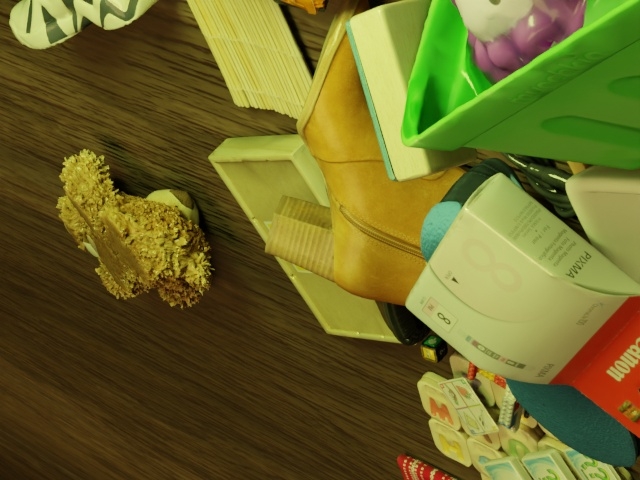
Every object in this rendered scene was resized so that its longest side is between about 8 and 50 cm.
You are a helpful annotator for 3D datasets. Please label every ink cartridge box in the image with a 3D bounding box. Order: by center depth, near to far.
[{"bbox_3d":[0.191,0.072,1.311,0.232,0.066,0.189,43,152,10],"label":"ink cartridge box"}]

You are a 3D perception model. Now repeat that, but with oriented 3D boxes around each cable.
[{"bbox_3d":[0.192,-0.095,1.370,0.184,0.047,0.150,48,162,1],"label":"cable"}]

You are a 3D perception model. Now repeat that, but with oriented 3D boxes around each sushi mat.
[{"bbox_3d":[-0.093,-0.243,1.586,0.151,0.019,0.316,16,142,44],"label":"sushi mat"}]

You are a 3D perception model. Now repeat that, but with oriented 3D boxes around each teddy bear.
[{"bbox_3d":[-0.230,-0.009,2.061,0.245,0.113,0.338,50,162,4],"label":"teddy bear"}]

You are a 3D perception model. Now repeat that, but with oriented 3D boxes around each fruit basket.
[{"bbox_3d":[0.133,-0.231,0.974,0.392,0.283,0.392,13,160,5],"label":"fruit basket"}]

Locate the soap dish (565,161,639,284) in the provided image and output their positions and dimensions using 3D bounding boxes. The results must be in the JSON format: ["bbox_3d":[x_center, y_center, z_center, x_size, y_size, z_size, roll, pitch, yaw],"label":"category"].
[{"bbox_3d":[0.338,0.027,1.242,0.229,0.118,0.291,6,135,53],"label":"soap dish"}]

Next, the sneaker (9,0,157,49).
[{"bbox_3d":[-0.279,-0.290,1.703,0.235,0.094,0.153,4,132,54],"label":"sneaker"}]

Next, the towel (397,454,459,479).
[{"bbox_3d":[0.220,0.385,2.049,0.275,0.031,0.199,25,147,36],"label":"towel"}]

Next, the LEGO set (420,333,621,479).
[{"bbox_3d":[0.199,0.202,1.744,0.182,0.060,0.244,-20,107,53],"label":"LEGO set"}]

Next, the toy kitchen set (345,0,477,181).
[{"bbox_3d":[0.084,-0.116,1.240,0.166,0.207,0.122,-13,94,52],"label":"toy kitchen set"}]

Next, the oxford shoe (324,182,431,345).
[{"bbox_3d":[0.063,0.003,1.661,0.096,0.083,0.227,16,130,49],"label":"oxford shoe"}]

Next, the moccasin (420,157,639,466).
[{"bbox_3d":[0.223,0.068,1.477,0.137,0.117,0.342,3,138,42],"label":"moccasin"}]

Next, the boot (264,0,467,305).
[{"bbox_3d":[0.080,-0.074,1.502,0.211,0.104,0.295,16,120,1],"label":"boot"}]

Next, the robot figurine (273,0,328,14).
[{"bbox_3d":[-0.091,-0.270,1.347,0.291,0.085,0.211,17,171,-13],"label":"robot figurine"}]

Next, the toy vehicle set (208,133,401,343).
[{"bbox_3d":[0.000,0.000,1.790,0.166,0.035,0.267,4,133,54],"label":"toy vehicle set"}]

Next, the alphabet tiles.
[{"bbox_3d":[0.232,0.247,1.836,0.284,0.021,0.278,24,148,35],"label":"alphabet tiles"}]
